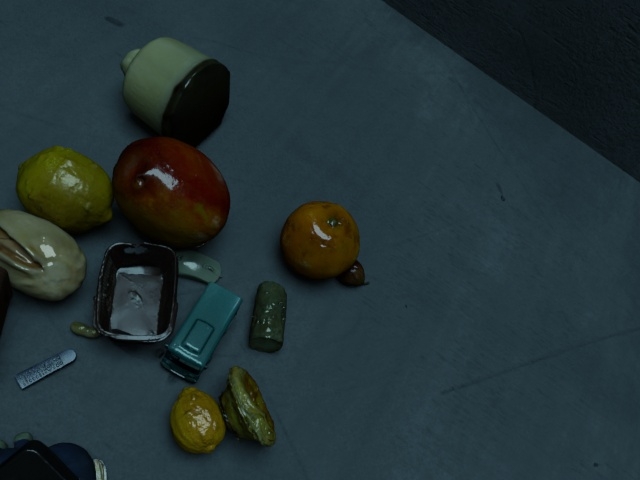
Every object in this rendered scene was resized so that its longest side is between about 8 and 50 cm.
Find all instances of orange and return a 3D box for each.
[{"bbox_3d":[0.000,0.000,1.931,0.261,0.261,0.261,10,59,-17],"label":"orange"}]

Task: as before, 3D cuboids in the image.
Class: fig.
[{"bbox_3d":[0.120,0.124,2.013,0.125,0.089,0.089,43,51,-24],"label":"fig"}]

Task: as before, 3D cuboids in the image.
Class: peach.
[{"bbox_3d":[-0.441,-0.144,1.761,0.373,0.289,0.373,47,26,-33],"label":"peach"}]

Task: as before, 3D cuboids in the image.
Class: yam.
[{"bbox_3d":[-0.155,0.228,1.812,0.107,0.107,0.194,14,57,-15],"label":"yam"}]

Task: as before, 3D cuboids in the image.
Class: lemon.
[{"bbox_3d":[-0.720,-0.139,1.709,0.288,0.233,0.233,31,55,-8],"label":"lemon"},{"bbox_3d":[-0.327,0.474,1.579,0.142,0.142,0.187,-16,67,-29],"label":"lemon"}]

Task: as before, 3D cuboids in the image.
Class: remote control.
[{"bbox_3d":[-0.712,0.333,1.567,0.152,0.027,0.043,-27,81,-31],"label":"remote control"}]

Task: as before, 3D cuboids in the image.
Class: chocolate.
[{"bbox_3d":[-0.494,-0.500,1.989,0.297,0.326,0.314,29,56,15],"label":"chocolate"}]

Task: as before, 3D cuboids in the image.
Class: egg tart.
[{"bbox_3d":[-0.200,0.454,1.616,0.106,0.241,0.241,-28,73,-2],"label":"egg tart"}]

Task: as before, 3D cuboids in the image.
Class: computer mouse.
[{"bbox_3d":[-0.381,0.079,1.834,0.181,0.056,0.089,20,61,-12],"label":"computer mouse"}]

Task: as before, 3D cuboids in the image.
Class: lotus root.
[{"bbox_3d":[-0.550,0.584,1.489,0.037,0.030,0.083,-3,65,-31],"label":"lotus root"}]

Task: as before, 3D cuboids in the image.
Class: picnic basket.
[{"bbox_3d":[-0.516,0.162,1.684,0.222,0.129,0.297,7,59,-17],"label":"picnic basket"}]

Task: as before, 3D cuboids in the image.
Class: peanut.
[{"bbox_3d":[-0.642,0.245,1.641,0.083,0.037,0.037,16,57,-11],"label":"peanut"}]

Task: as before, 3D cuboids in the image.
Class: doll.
[{"bbox_3d":[-0.660,0.560,1.398,0.258,0.154,0.228,12,54,-24],"label":"doll"}]

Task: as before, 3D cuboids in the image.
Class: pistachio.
[{"bbox_3d":[-0.775,0.032,1.613,0.318,0.214,0.193,35,81,11],"label":"pistachio"}]

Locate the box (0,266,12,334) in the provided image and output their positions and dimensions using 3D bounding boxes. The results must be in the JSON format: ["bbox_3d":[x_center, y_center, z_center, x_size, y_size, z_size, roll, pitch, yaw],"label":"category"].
[{"bbox_3d":[-0.944,0.189,1.425,0.339,0.239,0.229,8,62,-19],"label":"box"}]

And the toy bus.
[{"bbox_3d":[-0.334,0.256,1.697,0.128,0.147,0.256,30,54,-3],"label":"toy bus"}]

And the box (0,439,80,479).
[{"bbox_3d":[-0.684,0.615,1.283,0.350,0.058,0.211,-39,103,-8],"label":"box"}]
